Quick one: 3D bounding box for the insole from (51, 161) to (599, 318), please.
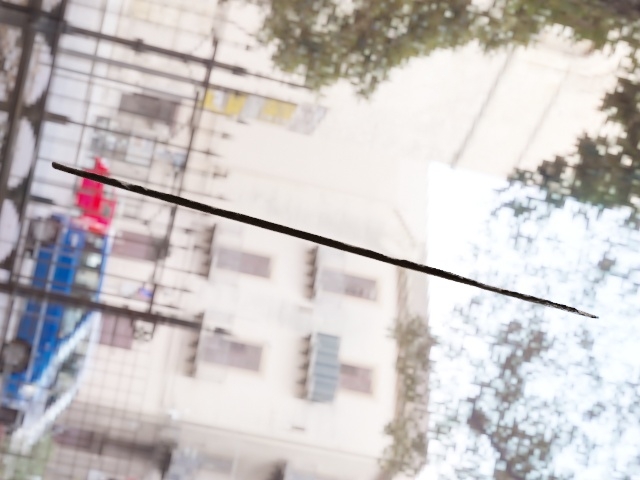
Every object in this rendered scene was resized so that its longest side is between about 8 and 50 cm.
[{"bbox_3d":[0.000,0.000,0.705,0.111,0.327,0.007,30,76,-84],"label":"insole"}]
